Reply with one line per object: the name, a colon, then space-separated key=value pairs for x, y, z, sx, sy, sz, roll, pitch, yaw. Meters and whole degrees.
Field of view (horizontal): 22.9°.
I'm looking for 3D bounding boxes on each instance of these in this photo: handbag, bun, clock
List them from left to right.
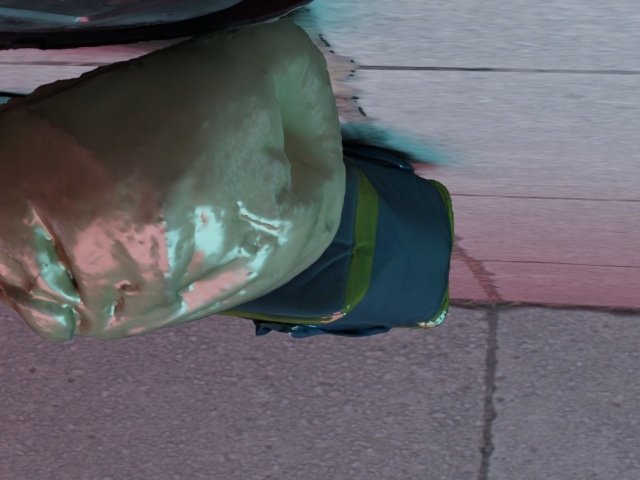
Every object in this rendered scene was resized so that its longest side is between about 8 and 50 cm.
clock: x=-0.148 y=-0.173 z=0.968 sx=0.312 sy=0.061 sz=0.312 roll=-5 pitch=178 yaw=0
bun: x=-0.138 y=-0.038 z=1.238 sx=0.359 sy=0.211 sz=0.360 roll=-19 pitch=-171 yaw=3
handbag: x=0.000 y=0.000 z=1.789 sx=0.263 sy=0.222 sz=0.241 roll=1 pitch=177 yaw=29

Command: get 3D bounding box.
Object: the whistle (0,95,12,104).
whistle: x=-0.311 y=-0.069 z=1.655 sx=0.289 sy=0.163 sz=0.163 roll=5 pitch=172 yaw=-12
